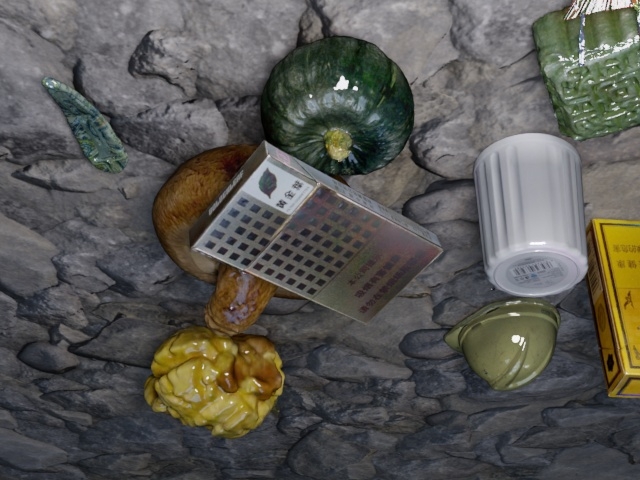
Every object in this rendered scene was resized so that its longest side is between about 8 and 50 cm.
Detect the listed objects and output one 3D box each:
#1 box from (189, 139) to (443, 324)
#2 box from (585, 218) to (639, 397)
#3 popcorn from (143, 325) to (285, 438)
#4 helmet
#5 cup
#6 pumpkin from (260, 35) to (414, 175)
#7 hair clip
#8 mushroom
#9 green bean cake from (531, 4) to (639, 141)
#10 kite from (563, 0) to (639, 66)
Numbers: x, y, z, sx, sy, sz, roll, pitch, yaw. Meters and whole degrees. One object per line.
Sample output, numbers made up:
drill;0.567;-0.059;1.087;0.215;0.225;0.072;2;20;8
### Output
box;-0.001;0.001;1.194;0.324;0.047;0.180;26;121;-33
box;0.547;0.108;1.384;0.192;0.302;0.084;2;143;-1
popcorn;-0.238;0.289;1.766;0.332;0.225;0.265;-5;151;30
helmet;0.373;0.234;1.717;0.204;0.137;0.257;19;142;-23
cup;0.329;-0.020;1.300;0.166;0.202;0.221;-13;142;24
pumpkin;0.022;-0.170;1.140;0.211;0.152;0.212;11;139;10
hair clip;-0.347;-0.173;1.254;0.066;0.036;0.229;-1;151;12
mushroom;-0.090;-0.022;1.328;0.345;0.239;0.345;-18;151;-11
green bean cake;0.378;-0.222;1.101;0.173;0.094;0.181;-13;143;19
kite;0.376;-0.289;0.992;0.182;0.010;0.160;-7;105;13
